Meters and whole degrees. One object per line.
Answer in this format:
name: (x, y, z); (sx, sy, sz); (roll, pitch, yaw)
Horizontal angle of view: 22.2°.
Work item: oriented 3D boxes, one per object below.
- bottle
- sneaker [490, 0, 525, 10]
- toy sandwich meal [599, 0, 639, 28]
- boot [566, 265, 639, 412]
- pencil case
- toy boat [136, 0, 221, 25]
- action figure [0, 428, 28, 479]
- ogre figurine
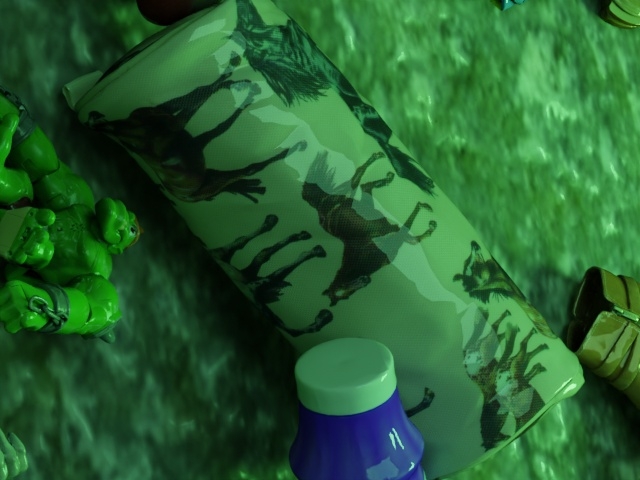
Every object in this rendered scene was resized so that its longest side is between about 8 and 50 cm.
bottle: (0.033, 0.203, 1.132); (0.092, 0.118, 0.282); (-6, 116, 4)
sneaker: (0.184, -0.248, 1.460); (0.209, 0.069, 0.082); (-4, 113, -43)
toy sandwich meal: (0.291, -0.240, 1.545); (0.086, 0.029, 0.085); (13, 64, -27)
boot: (0.277, 0.127, 1.413); (0.152, 0.073, 0.197); (27, 52, -27)
pencil case: (0.000, 0.000, 1.191); (0.410, 0.183, 0.160); (49, 27, -10)
toy boat: (-0.154, -0.266, 1.201); (0.151, 0.151, 0.231); (-21, 89, -6)
action figure: (-0.272, 0.133, 0.994); (0.164, 0.141, 0.275); (-1, 77, -23)
ogre figurine: (-0.187, -0.009, 1.104); (0.097, 0.197, 0.118); (-45, 141, 4)
